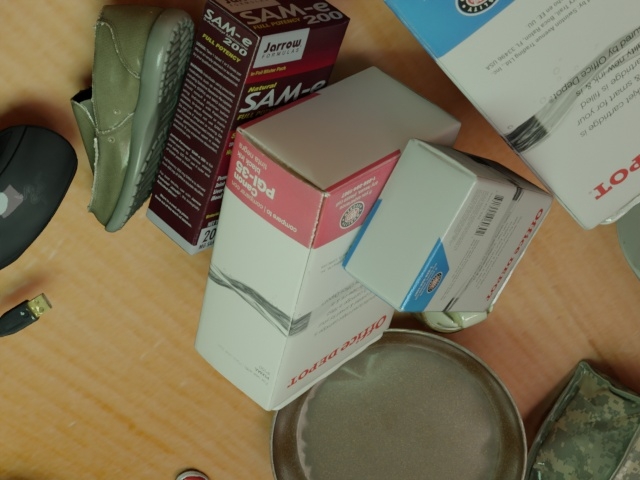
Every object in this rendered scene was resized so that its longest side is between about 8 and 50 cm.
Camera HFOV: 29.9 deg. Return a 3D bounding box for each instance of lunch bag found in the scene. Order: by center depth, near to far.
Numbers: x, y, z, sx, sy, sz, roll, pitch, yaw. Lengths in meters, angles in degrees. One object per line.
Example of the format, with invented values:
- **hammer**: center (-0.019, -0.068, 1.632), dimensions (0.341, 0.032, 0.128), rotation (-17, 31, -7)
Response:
- **lunch bag**: center (0.392, 0.348, 1.647), dimensions (0.235, 0.169, 0.287), rotation (29, 92, -38)

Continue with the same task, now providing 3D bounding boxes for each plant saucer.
- **plant saucer**: center (0.094, 0.250, 1.464), dimensions (0.310, 0.050, 0.311), rotation (1, 103, 6)

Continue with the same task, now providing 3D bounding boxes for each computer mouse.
- **computer mouse**: center (-0.304, 0.020, 1.129), dimensions (0.262, 0.060, 0.184), rotation (-38, 132, 11)

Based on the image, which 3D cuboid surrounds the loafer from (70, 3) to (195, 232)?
- **loafer**: center (-0.182, -0.117, 1.113), dimensions (0.087, 0.094, 0.251), rotation (25, 127, 7)

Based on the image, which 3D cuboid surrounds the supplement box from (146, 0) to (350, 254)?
- **supplement box**: center (-0.070, -0.113, 1.127), dimensions (0.130, 0.073, 0.239), rotation (-22, 141, -46)

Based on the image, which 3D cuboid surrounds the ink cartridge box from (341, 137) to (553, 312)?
- **ink cartridge box**: center (0.124, -0.009, 1.128), dimensions (0.190, 0.082, 0.140), rotation (5, 116, -60)

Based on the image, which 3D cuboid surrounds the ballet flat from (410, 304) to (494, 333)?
- **ballet flat**: center (0.140, 0.018, 1.326), dimensions (0.116, 0.124, 0.342), rotation (-24, 134, -7)

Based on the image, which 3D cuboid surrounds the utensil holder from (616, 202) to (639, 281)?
- **utensil holder**: center (0.564, 0.038, 1.394), dimensions (0.327, 0.327, 0.385), rotation (-38, 130, 10)

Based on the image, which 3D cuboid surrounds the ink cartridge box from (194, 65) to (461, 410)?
- **ink cartridge box**: center (0.000, 0.000, 1.170), dimensions (0.207, 0.117, 0.283), rotation (-30, 148, -42)

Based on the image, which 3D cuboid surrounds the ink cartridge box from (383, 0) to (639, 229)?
- **ink cartridge box**: center (0.247, -0.233, 1.130), dimensions (0.285, 0.166, 0.395), rotation (-39, 132, 12)

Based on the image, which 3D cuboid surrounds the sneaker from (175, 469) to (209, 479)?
- **sneaker**: center (-0.145, 0.344, 1.517), dimensions (0.042, 0.067, 0.118), rotation (-26, 133, -1)
